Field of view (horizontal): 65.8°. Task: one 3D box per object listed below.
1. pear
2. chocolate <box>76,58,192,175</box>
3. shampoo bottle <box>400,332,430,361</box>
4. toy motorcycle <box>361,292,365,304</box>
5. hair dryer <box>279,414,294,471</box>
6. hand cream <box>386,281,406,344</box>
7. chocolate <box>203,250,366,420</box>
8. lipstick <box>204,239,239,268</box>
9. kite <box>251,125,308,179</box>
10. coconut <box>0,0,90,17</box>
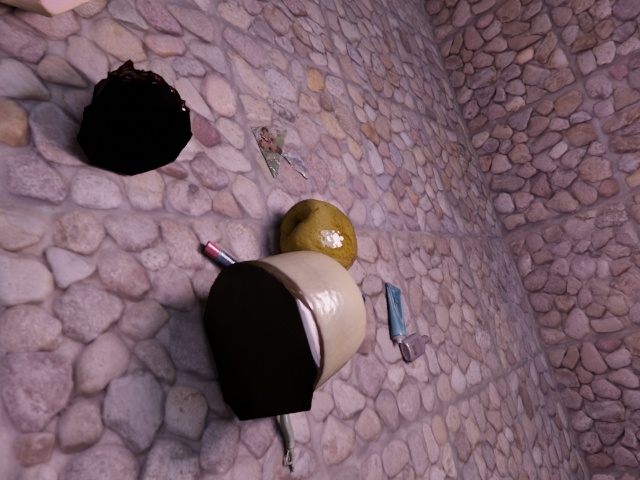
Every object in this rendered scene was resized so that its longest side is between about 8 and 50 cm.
[{"bbox_3d":[0.000,0.000,1.370,0.211,0.188,0.229,36,32,-29],"label":"pear"},{"bbox_3d":[-0.396,-0.283,1.057,0.206,0.224,0.177,17,34,-46],"label":"chocolate"},{"bbox_3d":[0.332,0.362,1.717,0.165,0.040,0.080,-10,77,-54],"label":"shampoo bottle"},{"bbox_3d":[0.017,0.191,1.357,0.254,0.092,0.136,15,103,-39],"label":"toy motorcycle"},{"bbox_3d":[-0.063,0.416,1.183,0.167,0.067,0.199,-39,113,-59],"label":"hair dryer"},{"bbox_3d":[0.261,0.250,1.696,0.083,0.048,0.225,30,43,-36],"label":"hand cream"},{"bbox_3d":[-0.046,0.185,1.079,0.296,0.314,0.327,-4,72,-45],"label":"chocolate"},{"bbox_3d":[-0.189,0.080,1.205,0.234,0.053,0.054,42,42,-27],"label":"lipstick"},{"bbox_3d":[-0.119,-0.273,1.533,0.250,0.012,0.230,40,44,-33],"label":"kite"},{"bbox_3d":[-0.556,-0.576,0.968,0.259,0.259,0.260,29,49,-40],"label":"coconut"}]
